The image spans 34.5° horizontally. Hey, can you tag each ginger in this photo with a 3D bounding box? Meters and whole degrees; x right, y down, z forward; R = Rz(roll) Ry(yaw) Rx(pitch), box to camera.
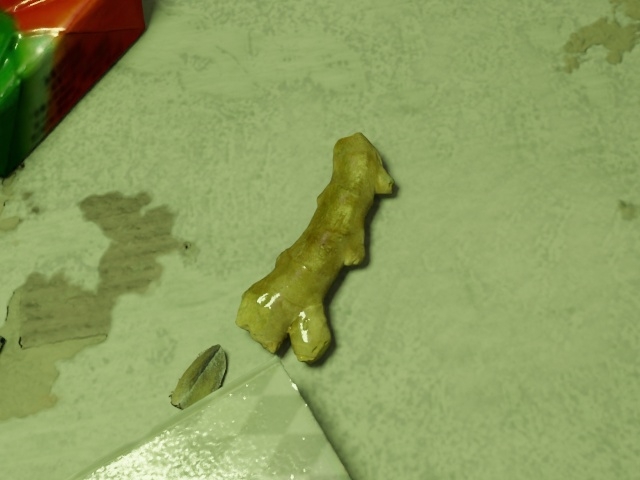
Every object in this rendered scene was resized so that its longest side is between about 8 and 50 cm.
[{"bbox_3d":[0.000,-0.001,1.224,0.118,0.065,0.299,22,71,6],"label":"ginger"}]

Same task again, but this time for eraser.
[{"bbox_3d":[-0.161,0.311,1.067,0.396,0.082,0.213,-28,64,-12],"label":"eraser"}]

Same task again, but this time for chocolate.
[{"bbox_3d":[-0.457,-0.295,1.405,0.360,0.161,0.341,34,75,23],"label":"chocolate"}]

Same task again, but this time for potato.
[{"bbox_3d":[-0.139,0.166,1.193,0.037,0.036,0.093,-13,34,46],"label":"potato"}]

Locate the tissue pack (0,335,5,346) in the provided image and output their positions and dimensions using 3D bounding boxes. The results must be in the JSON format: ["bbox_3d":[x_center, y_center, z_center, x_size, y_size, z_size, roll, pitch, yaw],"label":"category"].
[{"bbox_3d":[-0.432,0.142,1.255,0.062,0.042,0.083,19,70,17],"label":"tissue pack"}]
